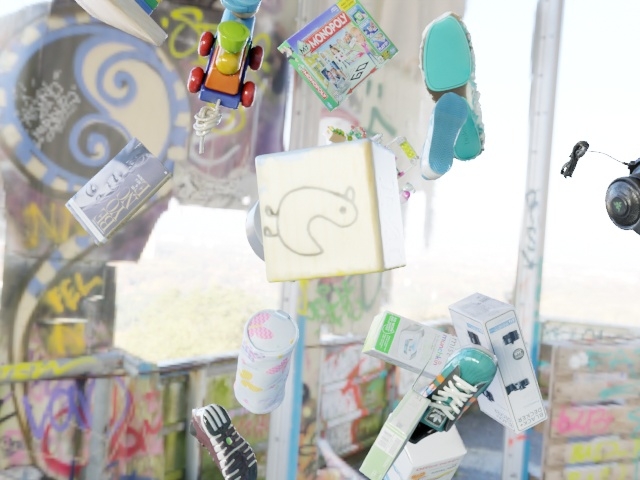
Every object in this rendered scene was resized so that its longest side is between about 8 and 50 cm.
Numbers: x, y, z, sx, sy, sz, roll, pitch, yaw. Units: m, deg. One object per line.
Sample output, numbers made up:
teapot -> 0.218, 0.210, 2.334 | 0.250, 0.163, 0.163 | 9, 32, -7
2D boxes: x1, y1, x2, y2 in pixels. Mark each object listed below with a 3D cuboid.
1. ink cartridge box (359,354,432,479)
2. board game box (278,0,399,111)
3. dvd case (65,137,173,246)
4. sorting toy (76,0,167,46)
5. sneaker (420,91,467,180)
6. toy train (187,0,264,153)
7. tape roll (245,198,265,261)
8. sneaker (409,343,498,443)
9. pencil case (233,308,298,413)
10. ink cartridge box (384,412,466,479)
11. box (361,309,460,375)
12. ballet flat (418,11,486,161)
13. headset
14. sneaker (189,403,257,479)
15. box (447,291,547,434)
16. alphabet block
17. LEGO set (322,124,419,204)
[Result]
ink cartridge box -> 0.177, 0.367, 1.542 | 0.056, 0.171, 0.235 | 32, 40, 16
board game box -> 0.055, -0.511, 2.007 | 0.317, 0.213, 0.046 | -47, 12, -36
dvd case -> -0.447, -0.111, 1.652 | 0.164, 0.221, 0.018 | 42, -4, 34
sorting toy -> -0.381, -0.461, 1.226 | 0.255, 0.089, 0.257 | 31, -8, 40
sneaker -> 0.289, -0.254, 1.810 | 0.087, 0.228, 0.092 | 22, -18, -8
toy train -> -0.141, -0.264, 1.127 | 0.105, 0.248, 0.143 | 13, -37, -9
tape roll -> -0.092, -0.037, 2.046 | 0.219, 0.219, 0.072 | 4, -19, -25
sneaker -> 0.272, 0.339, 1.587 | 0.108, 0.302, 0.121 | 33, 44, 3
pencil case -> -0.115, 0.262, 1.602 | 0.113, 0.273, 0.124 | 37, 54, 19
ink cartridge box -> 0.275, 0.596, 2.102 | 0.171, 0.232, 0.168 | -9, 49, -19
box -> 0.257, 0.300, 2.138 | 0.231, 0.127, 0.262 | 22, -10, 0
ballet flat -> 0.345, -0.403, 1.964 | 0.147, 0.409, 0.147 | -11, 28, 6
headset -> 0.775, -0.108, 1.824 | 0.394, 0.185, 0.243 | 42, 55, 19
sneaker -> -0.290, 0.595, 2.165 | 0.106, 0.281, 0.162 | -28, 11, -36
box -> 0.407, 0.279, 1.722 | 0.087, 0.290, 0.169 | -24, 16, -14
alphabet block -> 0.021, -0.042, 1.189 | 0.192, 0.197, 0.193 | -7, -2, 19
LEGO set -> 0.147, -0.227, 1.889 | 0.287, 0.132, 0.107 | 41, -47, -18
